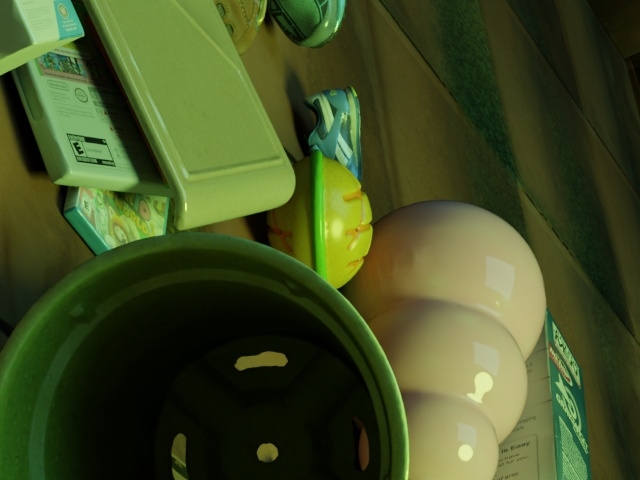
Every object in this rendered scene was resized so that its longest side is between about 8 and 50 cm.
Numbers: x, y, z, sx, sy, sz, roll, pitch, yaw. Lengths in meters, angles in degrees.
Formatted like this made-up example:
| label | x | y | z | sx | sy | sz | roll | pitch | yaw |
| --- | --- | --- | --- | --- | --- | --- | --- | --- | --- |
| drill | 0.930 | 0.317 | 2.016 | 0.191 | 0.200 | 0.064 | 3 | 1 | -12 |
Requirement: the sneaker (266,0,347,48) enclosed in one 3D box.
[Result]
| label | x | y | z | sx | sy | sz | roll | pitch | yaw |
| --- | --- | --- | --- | --- | --- | --- | --- | --- | --- |
| sneaker | -0.070 | -0.314 | 2.042 | 0.125 | 0.104 | 0.262 | -24 | 88 | -54 |

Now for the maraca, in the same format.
| label | x | y | z | sx | sy | sz | roll | pitch | yaw |
| --- | --- | --- | --- | --- | --- | --- | --- | --- | --- |
| maraca | 0.000 | 0.000 | 1.856 | 0.127 | 0.099 | 0.186 | -86 | 174 | -48 |

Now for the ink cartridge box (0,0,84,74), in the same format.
| label | x | y | z | sx | sy | sz | roll | pitch | yaw |
| --- | --- | --- | --- | --- | --- | --- | --- | --- | --- |
| ink cartridge box | -0.248 | -0.190 | 1.385 | 0.143 | 0.090 | 0.092 | 66 | 19 | -3 |

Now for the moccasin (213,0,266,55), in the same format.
| label | x | y | z | sx | sy | sz | roll | pitch | yaw |
| --- | --- | --- | --- | --- | --- | --- | --- | --- | --- |
| moccasin | -0.106 | -0.352 | 1.876 | 0.147 | 0.139 | 0.380 | 40 | 33 | -56 |

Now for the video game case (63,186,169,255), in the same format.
| label | x | y | z | sx | sy | sz | roll | pitch | yaw |
| --- | --- | --- | --- | --- | --- | --- | --- | --- | --- |
| video game case | -0.160 | -0.037 | 1.574 | 0.119 | 0.015 | 0.166 | 54 | 23 | -35 |

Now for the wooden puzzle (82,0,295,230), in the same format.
| label | x | y | z | sx | sy | sz | roll | pitch | yaw |
| --- | --- | --- | --- | --- | --- | --- | --- | --- | --- |
| wooden puzzle | -0.115 | -0.129 | 1.627 | 0.221 | 0.044 | 0.239 | -16 | 85 | -66 |

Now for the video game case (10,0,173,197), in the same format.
| label | x | y | z | sx | sy | sz | roll | pitch | yaw |
| --- | --- | --- | --- | --- | --- | --- | --- | --- | --- |
| video game case | -0.181 | -0.128 | 1.564 | 0.212 | 0.023 | 0.193 | 5 | 61 | -63 |

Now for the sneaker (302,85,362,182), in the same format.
| label | x | y | z | sx | sy | sz | roll | pitch | yaw |
| --- | --- | --- | --- | --- | --- | --- | --- | --- | --- |
| sneaker | 0.012 | -0.090 | 2.056 | 0.053 | 0.059 | 0.144 | 145 | -58 | -78 |

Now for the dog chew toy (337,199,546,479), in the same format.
| label | x | y | z | sx | sy | sz | roll | pitch | yaw |
| --- | --- | --- | --- | --- | --- | --- | --- | --- | --- |
| dog chew toy | 0.110 | 0.120 | 1.879 | 0.206 | 0.206 | 0.332 | 53 | 32 | -38 |

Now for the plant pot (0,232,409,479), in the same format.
| label | x | y | z | sx | sy | sz | roll | pitch | yaw |
| --- | --- | --- | --- | --- | --- | --- | --- | --- | --- |
| plant pot | -0.061 | 0.145 | 1.329 | 0.254 | 0.276 | 0.276 | 32 | 39 | -79 |

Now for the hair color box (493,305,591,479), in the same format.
| label | x | y | z | sx | sy | sz | roll | pitch | yaw |
| --- | --- | --- | --- | --- | --- | --- | --- | --- | --- |
| hair color box | 0.175 | 0.234 | 1.944 | 0.105 | 0.174 | 0.347 | 57 | 22 | -31 |
